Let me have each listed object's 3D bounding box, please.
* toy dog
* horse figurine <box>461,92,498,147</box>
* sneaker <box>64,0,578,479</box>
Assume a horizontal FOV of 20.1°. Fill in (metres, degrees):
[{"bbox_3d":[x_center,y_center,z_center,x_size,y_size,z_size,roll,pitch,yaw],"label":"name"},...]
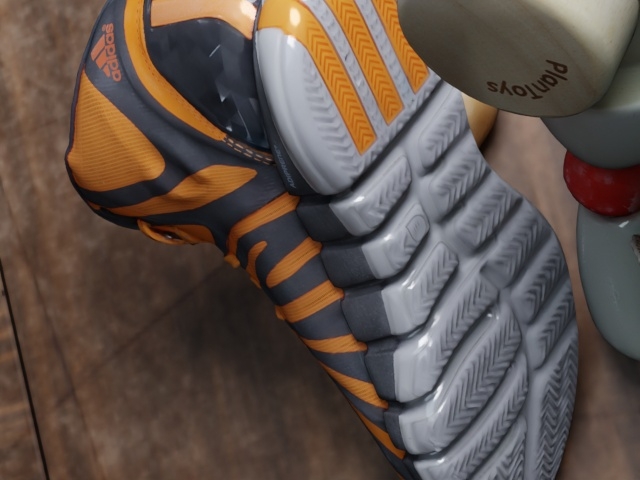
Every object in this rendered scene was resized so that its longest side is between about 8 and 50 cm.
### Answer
[{"bbox_3d":[0.162,-0.057,0.724,0.161,0.333,0.220,18,83,30],"label":"toy dog"},{"bbox_3d":[0.041,-0.106,0.923,0.174,0.066,0.263,16,86,27],"label":"horse figurine"},{"bbox_3d":[0.000,0.000,0.844,0.180,0.321,0.124,7,41,42],"label":"sneaker"}]
